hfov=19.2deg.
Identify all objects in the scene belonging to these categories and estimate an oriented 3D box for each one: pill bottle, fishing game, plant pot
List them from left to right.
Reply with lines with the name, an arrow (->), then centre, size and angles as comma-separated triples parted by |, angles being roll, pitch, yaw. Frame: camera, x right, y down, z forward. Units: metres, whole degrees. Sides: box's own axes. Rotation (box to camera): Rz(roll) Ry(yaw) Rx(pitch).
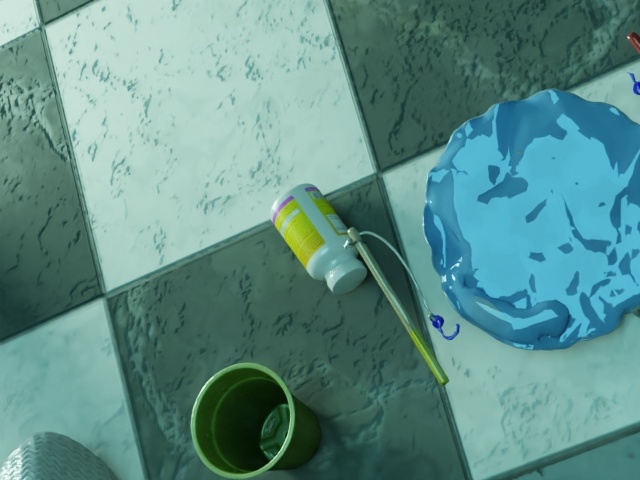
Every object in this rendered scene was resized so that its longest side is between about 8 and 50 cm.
plant pot -> -0.038, 0.136, 1.371 | 0.083, 0.079, 0.083 | -7, 74, 25
pill bottle -> 0.000, 0.000, 1.408 | 0.043, 0.043, 0.083 | -41, 62, 11
fishing game -> 0.164, -0.013, 1.335 | 0.264, 0.041, 0.189 | -38, 71, 7

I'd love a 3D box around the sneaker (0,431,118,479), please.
sneaker -> -0.242, 0.309, 1.334 | 0.210, 0.137, 0.366 | -42, 22, 21
